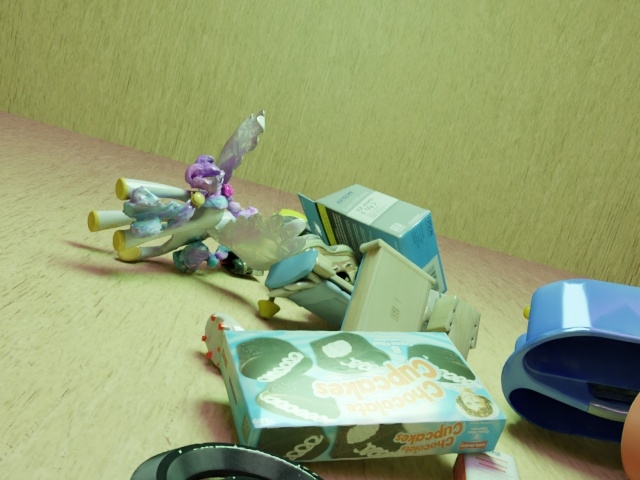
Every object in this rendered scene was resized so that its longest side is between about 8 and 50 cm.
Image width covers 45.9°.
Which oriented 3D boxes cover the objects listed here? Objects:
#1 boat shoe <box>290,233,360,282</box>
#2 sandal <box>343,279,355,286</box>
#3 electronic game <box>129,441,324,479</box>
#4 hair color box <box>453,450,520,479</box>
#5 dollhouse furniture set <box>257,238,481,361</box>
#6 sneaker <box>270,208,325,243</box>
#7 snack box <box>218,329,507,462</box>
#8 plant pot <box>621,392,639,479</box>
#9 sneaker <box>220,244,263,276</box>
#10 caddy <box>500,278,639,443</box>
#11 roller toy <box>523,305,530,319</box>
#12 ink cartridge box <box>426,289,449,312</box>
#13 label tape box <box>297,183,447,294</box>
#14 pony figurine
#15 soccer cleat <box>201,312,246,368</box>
[{"bbox_3d":[0.018,0.079,1.665,0.116,0.123,0.324,58,19,22],"label":"boat shoe"},{"bbox_3d":[0.041,0.118,1.512,0.090,0.060,0.219,8,-17,13],"label":"sandal"},{"bbox_3d":[-0.064,0.252,0.690,0.229,0.048,0.229,17,8,-3],"label":"electronic game"},{"bbox_3d":[0.200,0.294,0.902,0.072,0.043,0.141,17,11,6],"label":"hair color box"},{"bbox_3d":[0.059,0.169,1.318,0.286,0.198,0.303,35,-32,-27],"label":"dollhouse furniture set"},{"bbox_3d":[0.000,0.000,2.101,0.299,0.111,0.121,10,20,-5],"label":"sneaker"},{"bbox_3d":[0.047,0.188,0.947,0.321,0.060,0.187,3,28,-20],"label":"snack box"},{"bbox_3d":[0.540,0.285,0.952,0.274,0.275,0.243,12,-1,-24],"label":"plant pot"},{"bbox_3d":[-0.191,0.031,1.667,0.077,0.072,0.178,-1,11,-28],"label":"sneaker"},{"bbox_3d":[0.454,0.206,1.175,0.341,0.241,0.179,9,41,5],"label":"caddy"},{"bbox_3d":[0.564,0.211,1.659,0.191,0.146,0.209,12,10,-28],"label":"roller toy"},{"bbox_3d":[0.214,0.138,1.621,0.099,0.056,0.135,0,-12,35],"label":"ink cartridge box"},{"bbox_3d":[0.123,0.001,1.810,0.115,0.249,0.347,-39,42,-23],"label":"label tape box"},{"bbox_3d":[-0.225,-0.059,1.468,0.363,0.303,0.351,-5,-15,-34],"label":"pony figurine"},{"bbox_3d":[-0.103,0.167,1.070,0.076,0.068,0.196,14,16,-41],"label":"soccer cleat"}]
